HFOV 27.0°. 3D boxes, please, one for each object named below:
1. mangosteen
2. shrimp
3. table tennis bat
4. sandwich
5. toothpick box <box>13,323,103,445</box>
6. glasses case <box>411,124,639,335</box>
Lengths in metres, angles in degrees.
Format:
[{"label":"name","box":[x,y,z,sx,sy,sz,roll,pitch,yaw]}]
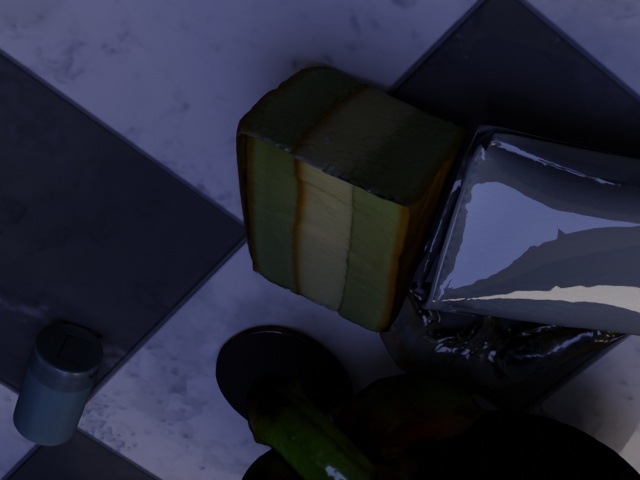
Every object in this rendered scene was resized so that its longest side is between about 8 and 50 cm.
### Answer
[{"label":"mangosteen","box":[0.093,0.233,0.903,0.306,0.306,0.359,-17,109,19]},{"label":"shrimp","box":[0.125,0.039,0.922,0.195,0.035,0.147,-21,117,23]},{"label":"table tennis bat","box":[-0.010,0.123,1.009,0.158,0.014,0.095,42,119,-19]},{"label":"sandwich","box":[0.000,0.000,0.830,0.117,0.144,0.187,26,124,11]},{"label":"toothpick box","box":[-0.198,0.108,1.000,0.052,0.052,0.083,20,127,-7]},{"label":"glasses case","box":[0.218,0.001,0.846,0.308,0.083,0.128,8,115,-5]}]
